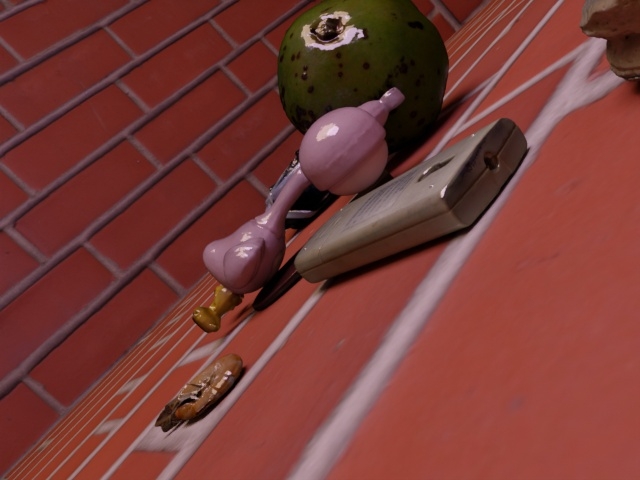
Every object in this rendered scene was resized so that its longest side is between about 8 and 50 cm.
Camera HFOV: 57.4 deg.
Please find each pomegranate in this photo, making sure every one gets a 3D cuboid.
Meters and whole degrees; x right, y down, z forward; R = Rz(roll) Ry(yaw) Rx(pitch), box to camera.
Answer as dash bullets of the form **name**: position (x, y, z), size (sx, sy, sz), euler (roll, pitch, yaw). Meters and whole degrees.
- **pomegranate**: position (0.069, -0.232, 0.849), size (0.254, 0.254, 0.270), euler (-41, -34, 19)

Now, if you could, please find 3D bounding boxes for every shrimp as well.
- **shrimp**: position (-0.110, 0.141, 0.517), size (0.108, 0.023, 0.059), euler (-43, 16, 8)

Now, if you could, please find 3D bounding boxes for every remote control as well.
- **remote control**: position (0.058, -0.021, 0.472), size (0.098, 0.038, 0.233), euler (-48, 10, -29)

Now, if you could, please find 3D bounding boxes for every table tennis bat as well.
- **table tennis bat**: position (0.000, 0.000, 0.720), size (0.234, 0.022, 0.131), euler (-44, 7, 6)

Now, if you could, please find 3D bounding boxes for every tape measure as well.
- **tape measure**: position (-0.025, -0.105, 1.088), size (0.181, 0.107, 0.182), euler (-48, 4, 16)

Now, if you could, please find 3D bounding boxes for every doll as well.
- **doll**: position (-0.033, -0.043, 0.709), size (0.365, 0.094, 0.160), euler (-45, 6, 17)

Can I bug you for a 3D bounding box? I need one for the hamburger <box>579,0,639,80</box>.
- **hamburger**: position (0.204, -0.144, 0.303), size (0.140, 0.062, 0.133), euler (-46, 11, -25)
